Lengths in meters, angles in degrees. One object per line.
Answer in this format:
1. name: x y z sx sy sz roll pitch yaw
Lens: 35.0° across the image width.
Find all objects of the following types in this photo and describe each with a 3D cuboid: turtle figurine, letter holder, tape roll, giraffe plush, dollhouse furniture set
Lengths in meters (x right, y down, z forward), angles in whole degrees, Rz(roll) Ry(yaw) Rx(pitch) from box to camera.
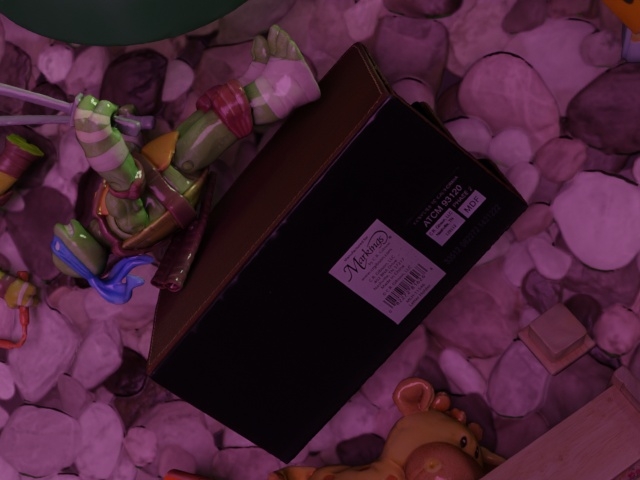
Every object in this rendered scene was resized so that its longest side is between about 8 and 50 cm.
1. turtle figurine: -0.156 -0.113 0.873 0.266 0.198 0.274 -34 70 -10
2. letter holder: 0.000 0.000 0.897 0.152 0.214 0.302 36 105 -20
3. tape roll: -0.170 -0.319 0.888 0.321 0.077 0.321 -3 62 6
4. turtle figurine: -0.387 -0.024 1.027 0.269 0.087 0.217 29 99 14
5. giraffe plush: 0.079 0.224 0.877 0.170 0.181 0.210 -41 45 3
6. dollhouse furniture set: 0.176 0.286 0.802 0.303 0.174 0.355 -31 62 -9

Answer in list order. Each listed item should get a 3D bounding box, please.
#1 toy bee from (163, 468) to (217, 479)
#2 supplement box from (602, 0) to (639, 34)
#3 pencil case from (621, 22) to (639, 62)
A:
1. toy bee: -0.156 0.371 0.953 0.195 0.162 0.298 33 75 21
2. supplement box: 0.302 -0.343 0.687 0.356 0.195 0.194 -38 79 -18
3. pencil case: 0.372 -0.178 0.783 0.273 0.124 0.113 10 94 17
